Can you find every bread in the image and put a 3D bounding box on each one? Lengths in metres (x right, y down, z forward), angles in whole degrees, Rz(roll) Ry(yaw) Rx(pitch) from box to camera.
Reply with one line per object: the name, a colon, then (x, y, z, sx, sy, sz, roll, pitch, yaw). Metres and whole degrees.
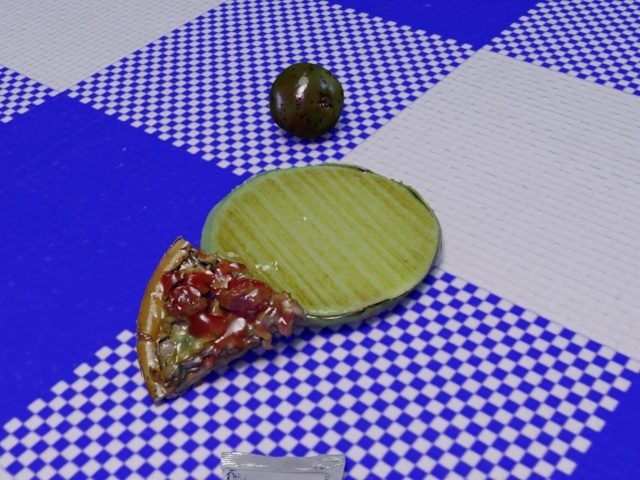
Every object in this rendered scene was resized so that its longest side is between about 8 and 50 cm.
bread: (0.003, -0.004, 1.074, 0.301, 0.045, 0.301, -1, 42, 1)

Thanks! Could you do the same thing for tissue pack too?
tissue pack: (-0.042, 0.272, 0.771, 0.122, 0.026, 0.193, -1, 41, 5)

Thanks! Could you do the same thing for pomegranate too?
pomegranate: (-0.031, -0.206, 1.272, 0.114, 0.115, 0.142, -29, 22, -26)

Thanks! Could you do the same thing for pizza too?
pizza: (-0.112, 0.069, 0.944, 0.193, 0.053, 0.201, -11, 55, 8)
